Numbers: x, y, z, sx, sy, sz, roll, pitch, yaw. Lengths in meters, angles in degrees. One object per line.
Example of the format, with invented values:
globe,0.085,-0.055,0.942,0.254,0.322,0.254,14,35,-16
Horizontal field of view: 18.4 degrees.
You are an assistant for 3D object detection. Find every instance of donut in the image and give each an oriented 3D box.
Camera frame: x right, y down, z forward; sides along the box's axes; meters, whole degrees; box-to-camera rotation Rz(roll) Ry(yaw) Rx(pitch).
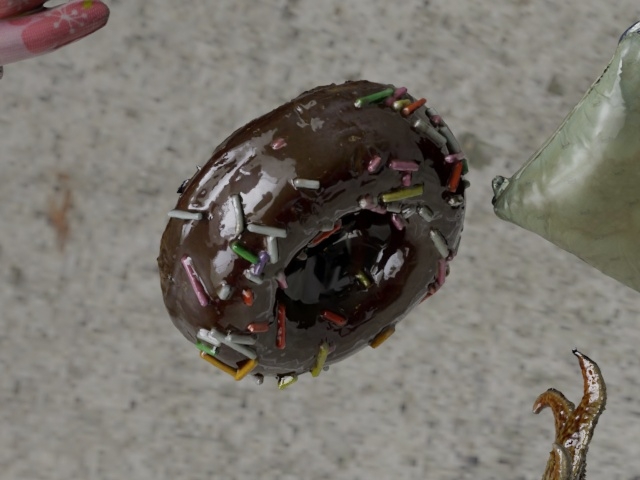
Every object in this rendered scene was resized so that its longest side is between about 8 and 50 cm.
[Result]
donut,0.000,0.000,1.491,0.269,0.270,0.103,-53,52,19

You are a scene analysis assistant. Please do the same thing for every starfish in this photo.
starfish,0.161,0.189,1.266,0.057,0.213,0.238,-3,83,11

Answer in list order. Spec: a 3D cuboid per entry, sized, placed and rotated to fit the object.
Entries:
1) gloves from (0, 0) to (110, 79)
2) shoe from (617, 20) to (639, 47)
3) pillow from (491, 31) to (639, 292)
gloves,-0.251,-0.168,1.222,0.126,0.241,0.145,-84,13,-72
shoe,0.300,-0.135,1.525,0.143,0.064,0.071,12,63,3
pillow,0.297,-0.023,1.530,0.185,0.302,0.075,-52,17,25
